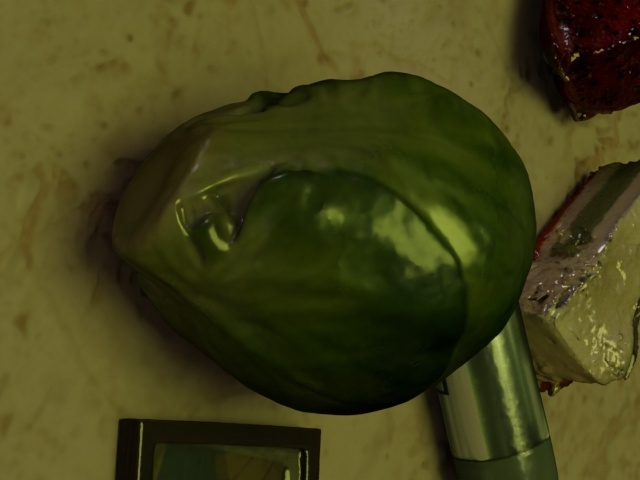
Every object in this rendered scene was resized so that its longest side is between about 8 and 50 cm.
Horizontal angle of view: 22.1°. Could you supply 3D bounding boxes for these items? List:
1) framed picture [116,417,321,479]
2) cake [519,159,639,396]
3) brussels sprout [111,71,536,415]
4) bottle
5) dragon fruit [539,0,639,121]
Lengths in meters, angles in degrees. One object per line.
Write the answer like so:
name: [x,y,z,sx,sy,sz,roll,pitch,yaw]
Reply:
framed picture: [-0.068,0.188,1.116,0.168,0.023,0.127,10,80,-45]
cake: [0.236,0.039,1.394,0.220,0.086,0.116,-47,118,-37]
brussels sprout: [0.000,0.000,1.074,0.271,0.219,0.210,16,57,-24]
bottle: [0.129,0.103,1.292,0.096,0.080,0.253,-64,141,-80]
dragon fruit: [0.237,-0.197,1.432,0.127,0.120,0.161,-12,65,-7]
